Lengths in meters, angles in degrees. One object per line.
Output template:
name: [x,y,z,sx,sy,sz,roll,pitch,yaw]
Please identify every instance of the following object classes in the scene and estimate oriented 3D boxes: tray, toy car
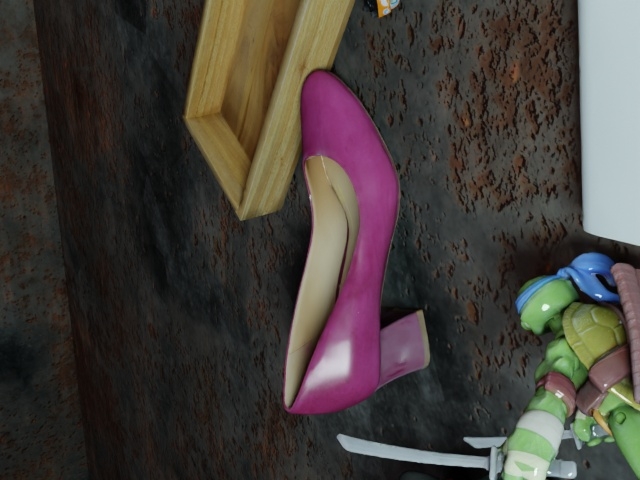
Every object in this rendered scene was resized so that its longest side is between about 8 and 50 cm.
tray: [-0.076,-0.234,1.120,0.203,0.076,0.411,58,149,26]
toy car: [0.054,-0.287,0.891,0.060,0.040,0.122,-142,38,-78]

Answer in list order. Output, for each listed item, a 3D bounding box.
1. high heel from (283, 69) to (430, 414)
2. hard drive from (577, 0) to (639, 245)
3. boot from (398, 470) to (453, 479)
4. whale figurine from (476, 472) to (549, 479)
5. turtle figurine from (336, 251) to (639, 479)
high heel: [0.000,0.000,0.990,0.127,0.181,0.377,-21,86,61]
hard drive: [0.264,-0.143,0.596,0.210,0.040,0.318,21,122,56]
boot: [0.165,0.377,1.008,0.088,0.176,0.244,-28,116,38]
whale figurine: [0.211,0.354,0.843,0.272,0.141,0.216,50,143,36]
turtle figurine: [0.216,0.174,0.694,0.266,0.275,0.198,45,175,36]
